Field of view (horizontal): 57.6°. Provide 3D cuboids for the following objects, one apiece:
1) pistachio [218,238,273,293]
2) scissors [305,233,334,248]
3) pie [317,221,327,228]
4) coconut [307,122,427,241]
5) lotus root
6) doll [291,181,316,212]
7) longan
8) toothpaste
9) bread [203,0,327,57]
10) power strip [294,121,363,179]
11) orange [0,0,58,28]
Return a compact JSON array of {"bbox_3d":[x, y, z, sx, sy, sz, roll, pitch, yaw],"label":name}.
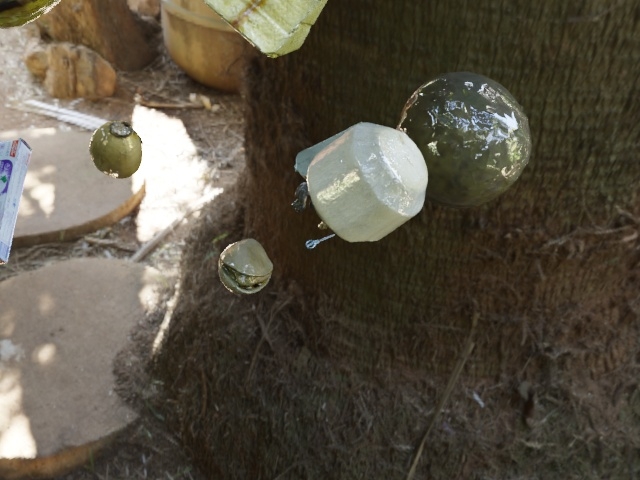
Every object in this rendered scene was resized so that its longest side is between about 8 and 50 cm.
[{"bbox_3d":[-0.187,0.066,1.451,0.136,0.135,0.226,7,14,-4],"label":"pistachio"},{"bbox_3d":[0.000,0.000,1.564,0.083,0.006,0.036,-22,34,-4],"label":"scissors"},{"bbox_3d":[0.092,-0.134,1.967,0.055,0.274,0.274,44,44,-1],"label":"pie"},{"bbox_3d":[0.092,-0.117,1.273,0.237,0.266,0.237,31,42,-32],"label":"coconut"},{"bbox_3d":[-0.577,-0.251,1.646,0.131,0.303,0.146,-44,98,-21],"label":"lotus root"},{"bbox_3d":[-0.011,-0.143,1.857,0.165,0.139,0.057,-44,30,-1],"label":"doll"},{"bbox_3d":[0.402,-0.284,1.655,0.392,0.391,0.391,6,39,-5],"label":"longan"},{"bbox_3d":[-0.477,-0.060,0.877,0.047,0.040,0.196,-5,67,11],"label":"toothpaste"},{"bbox_3d":[-0.137,-0.641,1.495,0.263,0.236,0.198,41,38,-2],"label":"bread"},{"bbox_3d":[0.040,-0.220,1.432,0.227,0.029,0.079,-24,58,14],"label":"power strip"},{"bbox_3d":[-0.564,-0.476,0.925,0.369,0.270,0.210,15,3,-10],"label":"orange"}]
